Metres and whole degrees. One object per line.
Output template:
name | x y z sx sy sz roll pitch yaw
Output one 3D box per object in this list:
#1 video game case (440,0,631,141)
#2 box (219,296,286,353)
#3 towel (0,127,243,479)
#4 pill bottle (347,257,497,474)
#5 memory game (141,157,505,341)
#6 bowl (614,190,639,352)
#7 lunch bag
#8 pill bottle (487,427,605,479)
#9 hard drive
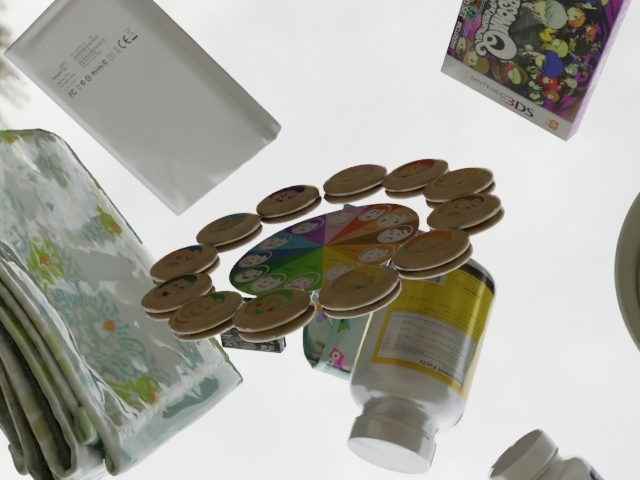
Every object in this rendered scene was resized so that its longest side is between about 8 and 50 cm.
video game case | 0.281 -0.275 1.705 0.210 0.232 0.042 33 -136 18
box | -0.086 0.102 1.571 0.083 0.067 0.018 3 -153 25
towel | -0.221 0.042 1.107 0.090 0.321 0.374 -35 177 12
pill bottle | 0.084 0.104 1.118 0.103 0.103 0.184 2 -121 32
memory game | 0.000 0.000 0.627 0.186 0.012 0.186 -17 -160 6
bowl | 0.443 0.048 1.288 0.297 0.134 0.298 -3 -109 9
lunch bag | 0.097 0.104 1.830 0.160 0.223 0.262 -52 -155 43
pill bottle | 0.281 0.308 1.448 0.112 0.187 0.112 -42 180 0
hard drive | -0.258 -0.218 1.863 0.233 0.353 0.047 -35 -161 34
